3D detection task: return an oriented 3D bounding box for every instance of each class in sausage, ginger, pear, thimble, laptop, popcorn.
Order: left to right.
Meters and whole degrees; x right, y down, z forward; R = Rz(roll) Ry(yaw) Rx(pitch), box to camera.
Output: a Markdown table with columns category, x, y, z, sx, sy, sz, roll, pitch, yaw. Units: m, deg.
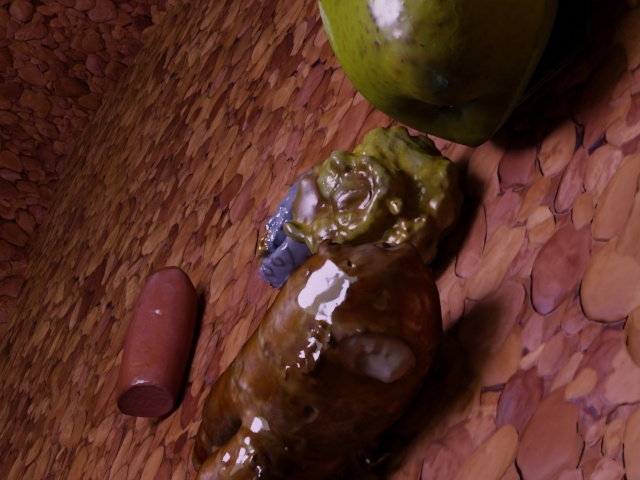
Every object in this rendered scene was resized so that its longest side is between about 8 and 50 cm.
| category | x | y | z | sx | sy | sz | roll | pitch | yaw |
| --- | --- | --- | --- | --- | --- | --- | --- | --- | --- |
| sausage | -0.257 | 0.154 | 1.927 | 0.113 | 0.113 | 0.259 | -42 | 29 | 43 |
| ginger | -0.011 | 0.186 | 1.211 | 0.418 | 0.176 | 0.254 | -51 | 30 | 32 |
| thimble | 0.001 | -0.001 | 1.486 | 0.151 | 0.118 | 0.127 | -50 | 22 | 29 |
| popcorn | 0.064 | -0.038 | 1.340 | 0.197 | 0.155 | 0.197 | -38 | 28 | 25 |
| pear | 0.114 | -0.248 | 1.250 | 0.318 | 0.238 | 0.342 | -88 | 13 | -49 |
| laptop | 0.236 | -0.204 | 1.330 | 0.180 | 0.016 | 0.129 | -44 | 27 | 42 |
